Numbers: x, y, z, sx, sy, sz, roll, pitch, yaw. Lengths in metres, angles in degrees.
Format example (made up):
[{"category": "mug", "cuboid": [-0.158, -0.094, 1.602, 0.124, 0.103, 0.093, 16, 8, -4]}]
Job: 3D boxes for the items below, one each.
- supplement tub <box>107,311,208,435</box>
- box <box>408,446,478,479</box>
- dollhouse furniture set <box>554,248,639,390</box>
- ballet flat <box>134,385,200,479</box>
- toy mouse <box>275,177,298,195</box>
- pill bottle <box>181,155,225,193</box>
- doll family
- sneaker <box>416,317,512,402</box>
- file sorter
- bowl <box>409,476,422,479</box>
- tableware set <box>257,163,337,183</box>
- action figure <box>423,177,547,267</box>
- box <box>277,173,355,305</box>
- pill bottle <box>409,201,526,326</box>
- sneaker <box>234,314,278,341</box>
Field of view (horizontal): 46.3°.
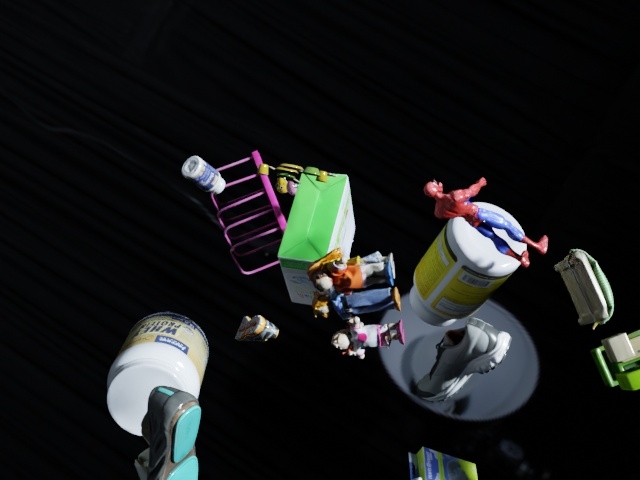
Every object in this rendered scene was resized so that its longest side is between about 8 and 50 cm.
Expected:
[{"category": "supplement tub", "cuboid": [-0.416, 0.339, 1.925, 0.228, 0.228, 0.316, -61, -170, 13]}, {"category": "box", "cuboid": [0.316, 0.598, 1.910, 0.109, 0.178, 0.042, -87, -159, -55]}, {"category": "dollhouse furniture set", "cuboid": [0.632, 0.144, 1.562, 0.151, 0.301, 0.197, -21, 169, 1]}, {"category": "ballet flat", "cuboid": [-0.249, 0.346, 1.221, 0.095, 0.096, 0.280, -27, 136, -51]}, {"category": "toy mouse", "cuboid": [-0.063, -0.124, 2.036, 0.031, 0.143, 0.161, -58, 169, -8]}, {"category": "pill bottle", "cuboid": [-0.315, -0.174, 2.037, 0.067, 0.067, 0.120, -57, 139, -4]}, {"category": "doll family", "cuboid": [0.059, 0.097, 1.365, 0.118, 0.163, 0.263, -86, 166, -47]}, {"category": "sneaker", "cuboid": [0.275, 0.241, 1.537, 0.271, 0.108, 0.100, -52, -179, 44]}, {"category": "file sorter", "cuboid": [-0.211, -0.075, 2.252, 0.182, 0.290, 0.202, -21, 150, -3]}, {"category": "bowl", "cuboid": [0.145, 0.466, 1.203, 0.142, 0.053, 0.141, 2, 77, -79]}, {"category": "tableware set", "cuboid": [-0.052, -0.128, 1.440, 0.104, 0.154, 0.024, 13, 87, -59]}, {"category": "action figure", "cuboid": [0.330, -0.066, 1.540, 0.091, 0.280, 0.139, -47, -157, 41]}, {"category": "box", "cuboid": [0.000, 0.000, 1.886, 0.231, 0.127, 0.261, 78, 23, -57]}, {"category": "pill bottle", "cuboid": [0.337, 0.072, 1.795, 0.188, 0.188, 0.334, -50, 172, -35]}, {"category": "sneaker", "cuboid": [-0.206, 0.291, 2.382, 0.215, 0.083, 0.084, -15, -128, 63]}]
